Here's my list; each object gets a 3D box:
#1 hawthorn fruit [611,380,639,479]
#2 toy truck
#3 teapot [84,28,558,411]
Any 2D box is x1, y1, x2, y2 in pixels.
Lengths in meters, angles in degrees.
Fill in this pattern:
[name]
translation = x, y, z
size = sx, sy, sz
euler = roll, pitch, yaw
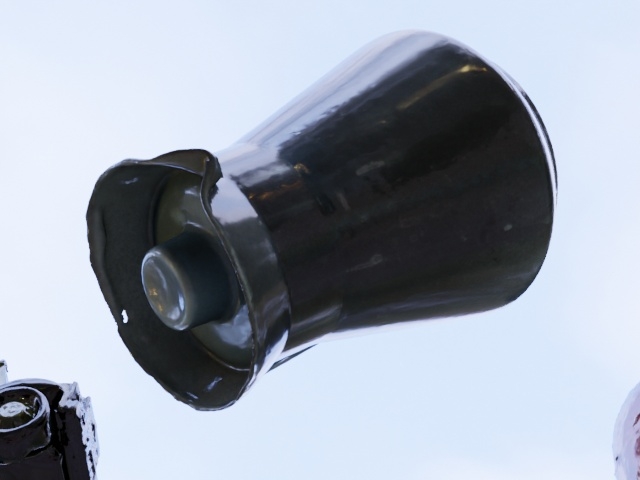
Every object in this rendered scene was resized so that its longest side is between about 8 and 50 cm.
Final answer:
[hawthorn fruit]
translation = 0.374, 0.238, 1.005
size = 0.254, 0.300, 0.254
euler = 10, -42, 9
[toy truck]
translation = -0.266, 0.133, 0.761
size = 0.257, 0.127, 0.127
euler = 1, -60, 8
[teapot]
translation = 0.000, 0.000, 0.644
size = 0.225, 0.171, 0.203
euler = -23, -32, -37
